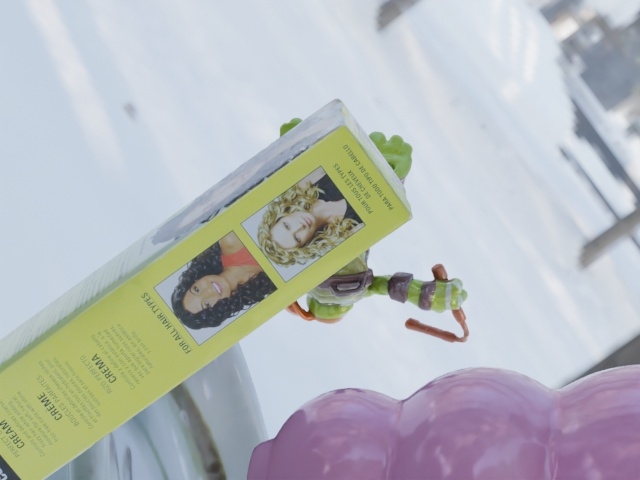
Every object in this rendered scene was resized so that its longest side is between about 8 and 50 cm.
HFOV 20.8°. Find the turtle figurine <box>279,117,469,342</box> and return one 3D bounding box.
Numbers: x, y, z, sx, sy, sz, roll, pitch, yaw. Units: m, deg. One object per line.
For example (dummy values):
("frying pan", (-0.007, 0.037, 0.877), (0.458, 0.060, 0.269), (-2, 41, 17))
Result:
("turtle figurine", (0.000, 0.000, 1.467), (0.269, 0.087, 0.217), (21, -42, 16))

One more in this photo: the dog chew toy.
("dog chew toy", (0.119, 0.170, 1.088), (0.206, 0.332, 0.206), (7, 90, -85))

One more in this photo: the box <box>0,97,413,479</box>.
("box", (-0.068, 0.026, 0.825), (0.058, 0.232, 0.087), (53, 6, -11))

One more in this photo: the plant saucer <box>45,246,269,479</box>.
("plant saucer", (-0.114, 0.205, 1.136), (0.400, 0.100, 0.400), (-11, 90, -79))
